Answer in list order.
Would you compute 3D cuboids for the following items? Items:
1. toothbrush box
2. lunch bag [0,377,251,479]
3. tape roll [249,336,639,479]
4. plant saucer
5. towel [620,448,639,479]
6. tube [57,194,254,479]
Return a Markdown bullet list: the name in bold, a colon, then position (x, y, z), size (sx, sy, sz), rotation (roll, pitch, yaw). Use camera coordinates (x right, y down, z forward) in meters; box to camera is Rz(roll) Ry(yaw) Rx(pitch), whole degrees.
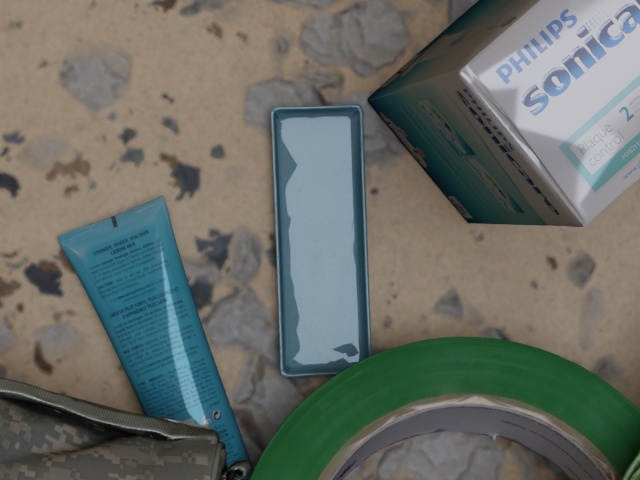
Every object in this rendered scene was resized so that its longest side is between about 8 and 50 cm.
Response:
- **toothbrush box**: position (0.172, -0.123, 1.259), size (0.216, 0.295, 0.126), rotation (-41, 96, -7)
- **lunch bag**: position (-0.221, 0.211, 1.237), size (0.305, 0.212, 0.256), rotation (17, 94, -7)
- **tape roll**: position (0.099, 0.228, 1.306), size (0.321, 0.077, 0.321), rotation (1, 71, -2)
- **plant saucer**: position (0.000, 0.000, 1.373), size (0.067, 0.018, 0.192), rotation (-2, 90, -9)
- **towel**: position (0.318, 0.185, 1.304), size (0.248, 0.038, 0.325), rotation (46, 56, -10)
- **tube**: position (-0.108, 0.078, 1.342), size (0.080, 0.052, 0.207), rotation (-22, 90, -3)
